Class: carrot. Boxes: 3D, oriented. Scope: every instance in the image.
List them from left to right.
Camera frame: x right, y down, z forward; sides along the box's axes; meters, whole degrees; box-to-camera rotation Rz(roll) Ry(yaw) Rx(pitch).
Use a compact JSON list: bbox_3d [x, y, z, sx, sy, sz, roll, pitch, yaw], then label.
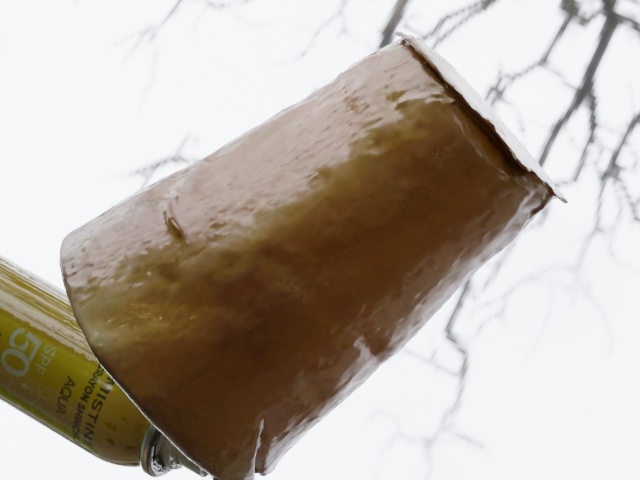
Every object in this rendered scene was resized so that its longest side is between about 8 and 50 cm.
[{"bbox_3d":[0.000,0.000,1.139,0.254,0.196,0.196,-38,-71,10],"label":"carrot"}]

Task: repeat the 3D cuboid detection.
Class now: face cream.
[{"bbox_3d":[-0.222,0.089,1.546,0.348,0.105,0.105,28,-41,20],"label":"face cream"}]
